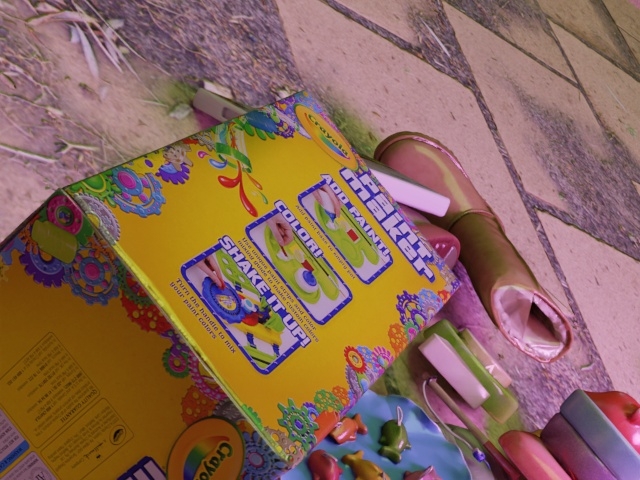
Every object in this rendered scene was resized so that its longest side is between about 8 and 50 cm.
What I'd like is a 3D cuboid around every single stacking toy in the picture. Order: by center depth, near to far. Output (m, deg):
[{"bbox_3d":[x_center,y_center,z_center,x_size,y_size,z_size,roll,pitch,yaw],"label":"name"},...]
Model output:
[{"bbox_3d":[0.240,0.161,1.161,0.279,0.130,0.309,49,4,8],"label":"stacking toy"}]

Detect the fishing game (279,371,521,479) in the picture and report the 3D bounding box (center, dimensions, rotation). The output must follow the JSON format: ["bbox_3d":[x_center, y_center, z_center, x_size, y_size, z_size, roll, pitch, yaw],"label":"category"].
[{"bbox_3d":[0.048,0.185,0.972,0.264,0.041,0.189,-14,49,-40],"label":"fishing game"}]

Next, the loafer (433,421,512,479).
[{"bbox_3d":[0.160,0.302,1.004,0.111,0.112,0.319,15,42,-30],"label":"loafer"}]

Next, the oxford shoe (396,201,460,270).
[{"bbox_3d":[0.000,0.000,1.167,0.130,0.123,0.348,41,18,33],"label":"oxford shoe"}]

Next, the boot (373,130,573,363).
[{"bbox_3d":[0.180,-0.002,1.346,0.236,0.089,0.269,37,17,-24],"label":"boot"}]

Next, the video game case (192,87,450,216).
[{"bbox_3d":[0.002,-0.095,1.237,0.227,0.026,0.206,15,12,-45],"label":"video game case"}]

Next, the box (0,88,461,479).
[{"bbox_3d":[-0.108,0.080,0.710,0.177,0.290,0.279,51,30,2],"label":"box"}]
